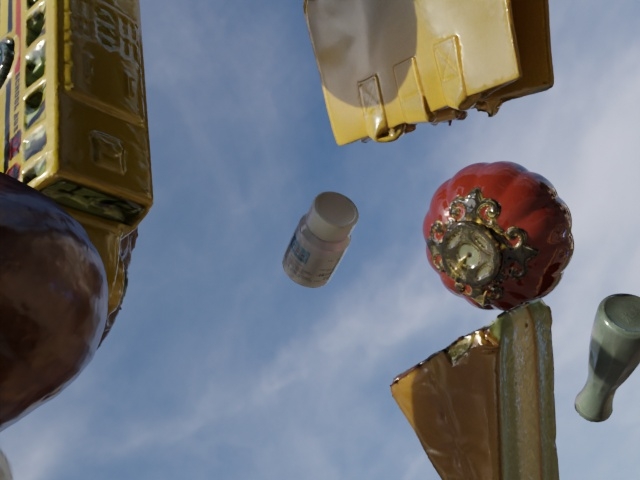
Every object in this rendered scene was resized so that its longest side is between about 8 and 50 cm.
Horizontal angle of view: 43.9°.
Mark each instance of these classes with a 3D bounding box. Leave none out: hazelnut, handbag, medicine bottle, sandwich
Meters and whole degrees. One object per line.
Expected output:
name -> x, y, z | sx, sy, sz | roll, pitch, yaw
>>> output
hazelnut -> -0.216, 0.029, 0.411 | 0.204, 0.178, 0.178 | 6, -55, -10
handbag -> 0.143, -0.294, 1.129 | 0.133, 0.401, 0.283 | -3, -94, -35
medicine bottle -> 0.000, 0.000, 0.740 | 0.052, 0.052, 0.089 | -9, -36, -31
sandwich -> 0.140, 0.139, 0.553 | 0.079, 0.163, 0.113 | -15, -20, -42

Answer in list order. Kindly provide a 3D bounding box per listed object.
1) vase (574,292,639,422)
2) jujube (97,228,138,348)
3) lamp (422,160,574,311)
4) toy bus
vase -> 0.424, 0.180, 1.159 | 0.086, 0.086, 0.214 | -20, -45, -22
jujube -> -0.430, 0.034, 1.270 | 0.258, 0.258, 0.377 | 15, -83, -44
lamp -> 0.264, -0.008, 1.177 | 0.226, 0.227, 0.227 | -20, -45, -22
toy bus -> -0.222, -0.099, 0.711 | 0.123, 0.336, 0.121 | -30, -34, 32
